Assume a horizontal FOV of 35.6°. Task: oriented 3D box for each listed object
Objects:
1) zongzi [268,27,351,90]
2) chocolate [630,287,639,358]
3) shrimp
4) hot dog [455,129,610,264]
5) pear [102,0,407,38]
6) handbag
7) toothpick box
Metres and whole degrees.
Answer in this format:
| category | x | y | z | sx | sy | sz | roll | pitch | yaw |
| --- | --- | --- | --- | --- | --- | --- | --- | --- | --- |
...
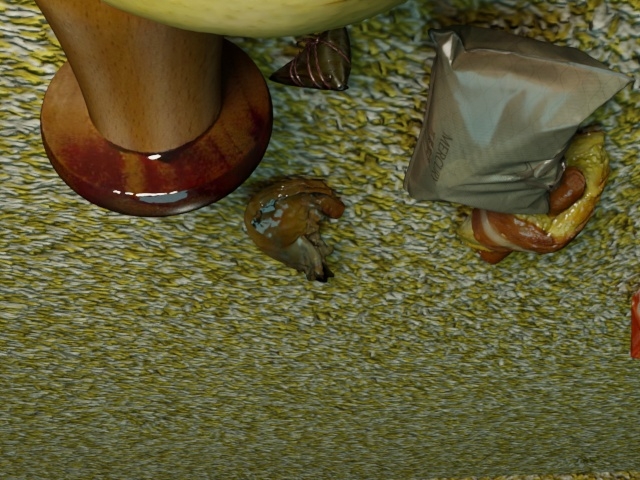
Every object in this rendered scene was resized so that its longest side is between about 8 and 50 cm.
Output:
| category | x | y | z | sx | sy | sz | roll | pitch | yaw |
| --- | --- | --- | --- | --- | --- | --- | --- | --- | --- |
| zongzi | -0.010 | -0.154 | 0.900 | 0.073 | 0.067 | 0.083 | -7 | 172 | -7 |
| chocolate | 0.573 | 0.082 | 1.383 | 0.237 | 0.108 | 0.235 | 0 | 154 | -3 |
| shrimp | -0.005 | 0.008 | 1.214 | 0.117 | 0.066 | 0.262 | -13 | 154 | 19 |
| hot dog | 0.241 | -0.029 | 1.133 | 0.123 | 0.093 | 0.261 | 5 | 153 | -15 |
| pear | -0.036 | -0.244 | 0.444 | 0.309 | 0.309 | 0.309 | -3 | 154 | -1 |
| handbag | 0.175 | -0.103 | 0.951 | 0.182 | 0.117 | 0.270 | 12 | 152 | 4 |
| toothpick box | -0.131 | -0.148 | 0.757 | 0.192 | 0.192 | 0.294 | -1 | 148 | -4 |
